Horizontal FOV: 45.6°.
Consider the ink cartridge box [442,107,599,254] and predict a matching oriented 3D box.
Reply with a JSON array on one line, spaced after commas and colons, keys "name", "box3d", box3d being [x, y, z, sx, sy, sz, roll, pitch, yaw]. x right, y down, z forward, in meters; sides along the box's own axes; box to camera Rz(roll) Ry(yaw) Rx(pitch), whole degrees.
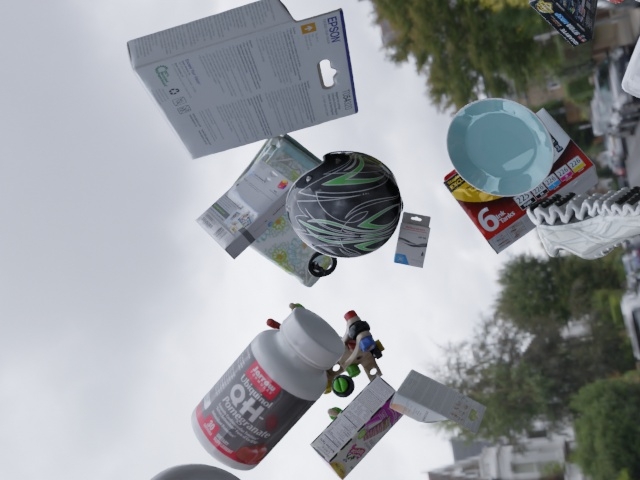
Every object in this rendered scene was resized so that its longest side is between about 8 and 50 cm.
[{"name": "ink cartridge box", "box3d": [0.482, -0.170, 1.918, 0.271, 0.309, 0.130, 58, -169, 28]}]

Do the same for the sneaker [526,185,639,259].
[{"name": "sneaker", "box3d": [0.514, -0.028, 1.363, 0.110, 0.292, 0.118, -24, -77, -35]}]

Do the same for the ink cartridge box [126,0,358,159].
[{"name": "ink cartridge box", "box3d": [-0.113, -0.271, 1.284, 0.324, 0.330, 0.071, 71, -178, -69]}]

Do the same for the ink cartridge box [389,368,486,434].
[{"name": "ink cartridge box", "box3d": [0.246, 0.346, 1.586, 0.045, 0.179, 0.145, -66, -14, 18]}]

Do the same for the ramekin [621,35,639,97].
[{"name": "ramekin", "box3d": [0.673, -0.381, 1.424, 0.277, 0.135, 0.277, -56, -20, -32]}]

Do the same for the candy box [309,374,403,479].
[{"name": "candy box", "box3d": [0.095, 0.452, 1.836, 0.071, 0.233, 0.159, 39, 166, 32]}]

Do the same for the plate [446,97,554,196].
[{"name": "plate", "box3d": [0.308, -0.161, 1.308, 0.024, 0.188, 0.188, -49, -54, -46]}]

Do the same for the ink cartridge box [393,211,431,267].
[{"name": "ink cartridge box", "box3d": [0.147, -0.001, 1.216, 0.028, 0.048, 0.083, -37, -43, -85]}]

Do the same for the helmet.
[{"name": "helmet", "box3d": [0.038, -0.051, 1.173, 0.161, 0.170, 0.169, -54, -50, -54]}]

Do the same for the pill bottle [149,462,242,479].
[{"name": "pill bottle", "box3d": [-0.251, 0.537, 1.137, 0.229, 0.407, 0.229, 27, -149, -17]}]

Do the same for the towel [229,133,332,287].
[{"name": "towel", "box3d": [-0.075, -0.086, 2.170, 0.374, 0.320, 0.090, 36, -164, -14]}]

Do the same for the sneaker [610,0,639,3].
[{"name": "sneaker", "box3d": [0.401, -0.371, 1.041, 0.225, 0.093, 0.088, -90, 12, -82]}]

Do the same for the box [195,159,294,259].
[{"name": "box", "box3d": [-0.144, -0.065, 1.513, 0.145, 0.186, 0.038, 38, 170, 48]}]

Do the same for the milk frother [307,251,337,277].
[{"name": "milk frother", "box3d": [0.000, 0.000, 1.723, 0.129, 0.143, 0.135, 48, 174, -10]}]

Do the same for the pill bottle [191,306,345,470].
[{"name": "pill bottle", "box3d": [-0.099, 0.289, 1.512, 0.176, 0.318, 0.176, 37, -165, -12]}]

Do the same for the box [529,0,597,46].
[{"name": "box", "box3d": [0.545, -0.568, 1.682, 0.175, 0.051, 0.220, 29, -115, -33]}]

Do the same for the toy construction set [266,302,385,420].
[{"name": "toy construction set", "box3d": [0.026, 0.300, 2.023, 0.257, 0.309, 0.237, -57, -30, -5]}]
